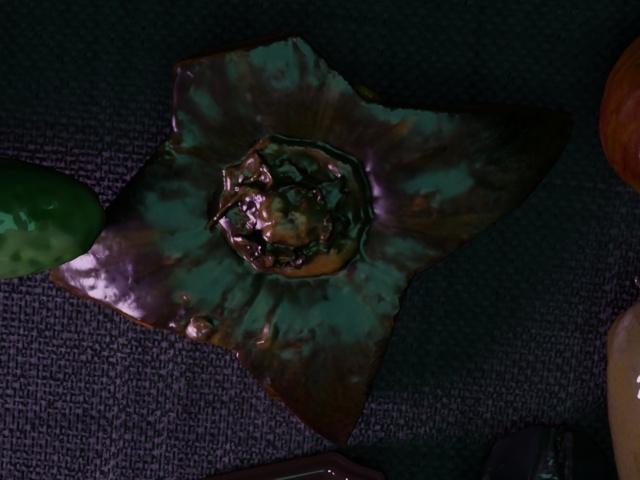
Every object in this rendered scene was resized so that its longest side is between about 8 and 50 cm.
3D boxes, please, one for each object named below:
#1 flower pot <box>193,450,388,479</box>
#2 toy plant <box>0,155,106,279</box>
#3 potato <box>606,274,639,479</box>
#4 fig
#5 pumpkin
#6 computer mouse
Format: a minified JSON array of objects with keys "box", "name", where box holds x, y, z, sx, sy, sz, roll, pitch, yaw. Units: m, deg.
[{"box":[-0.023,0.268,1.212,0.179,0.251,0.084,-12,126,3],"name":"flower pot"},{"box":[-0.356,-0.079,1.127,0.317,0.210,0.356,-24,108,16],"name":"toy plant"},{"box":[0.283,0.131,1.210,0.174,0.159,0.251,-29,93,-18],"name":"potato"},{"box":[0.280,-0.101,1.156,0.202,0.148,0.149,-38,144,10],"name":"fig"},{"box":[-0.008,-0.024,1.203,0.258,0.095,0.290,31,104,-10],"name":"pumpkin"},{"box":[0.153,0.229,1.277,0.105,0.062,0.192,10,104,-3],"name":"computer mouse"}]
